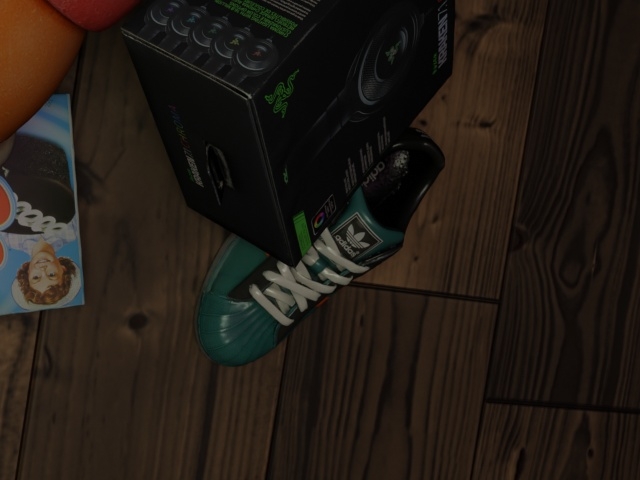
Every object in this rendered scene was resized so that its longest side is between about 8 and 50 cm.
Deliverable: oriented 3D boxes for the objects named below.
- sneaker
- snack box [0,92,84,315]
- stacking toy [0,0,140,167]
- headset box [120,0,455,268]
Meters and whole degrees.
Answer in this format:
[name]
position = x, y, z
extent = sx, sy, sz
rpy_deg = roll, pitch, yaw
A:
[sneaker]
position = 0.000, 0.000, 1.047
extent = 0.108, 0.121, 0.302
rpy_deg = 45, 76, -22
[snack box]
position = -0.363, -0.022, 0.902
extent = 0.322, 0.060, 0.187
rpy_deg = -7, 99, -25
[stacking toy]
position = -0.151, -0.288, 0.735
extent = 0.480, 0.350, 0.350
rpy_deg = -28, 109, 7
[headset box]
position = -0.017, -0.151, 0.928
extent = 0.283, 0.131, 0.246
rpy_deg = -50, 156, -22
